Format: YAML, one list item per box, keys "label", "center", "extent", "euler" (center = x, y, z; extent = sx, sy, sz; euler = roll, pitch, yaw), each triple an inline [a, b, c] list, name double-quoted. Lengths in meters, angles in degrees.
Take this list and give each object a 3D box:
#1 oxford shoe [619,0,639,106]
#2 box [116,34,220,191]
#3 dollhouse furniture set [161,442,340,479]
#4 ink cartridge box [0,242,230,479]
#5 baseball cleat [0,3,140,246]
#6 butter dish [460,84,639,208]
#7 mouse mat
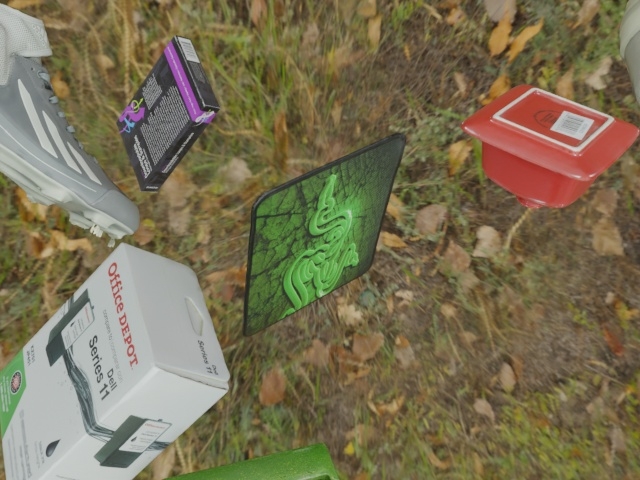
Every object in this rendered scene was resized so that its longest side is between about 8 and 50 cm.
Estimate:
- label: "oxford shoe"
  center: [0.341, -0.101, 0.332]
  extent: [0.169, 0.449, 0.130]
  euler: [12, 75, -41]
- label: "box"
  center: [-0.191, -0.152, 1.005]
  extent: [0.162, 0.029, 0.116]
  euler: [-44, 59, 34]
- label: "dollhouse furniture set"
  center: [-0.041, 0.359, 0.750]
  extent: [0.151, 0.197, 0.301]
  euler: [-12, 136, -14]
- label: "ink cartridge box"
  center: [-0.194, 0.127, 0.739]
  extent: [0.208, 0.153, 0.087]
  euler: [-44, 136, 18]
- label: "baseball cleat"
  center: [-0.186, -0.083, 0.544]
  extent: [0.206, 0.072, 0.109]
  euler: [38, 68, -43]
- label: "butter dish"
  center: [0.252, -0.090, 0.933]
  extent: [0.160, 0.160, 0.118]
  euler: [28, 132, 27]
- label: "mouse mat"
  center: [0.000, 0.000, 0.696]
  extent: [0.153, 0.189, 0.007]
  euler: [-27, 60, -27]
